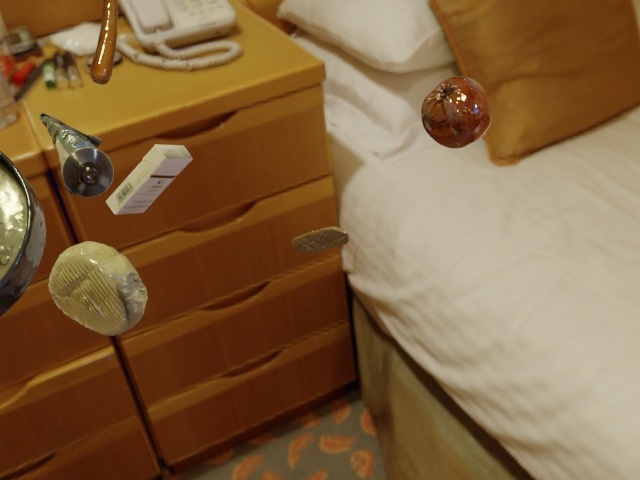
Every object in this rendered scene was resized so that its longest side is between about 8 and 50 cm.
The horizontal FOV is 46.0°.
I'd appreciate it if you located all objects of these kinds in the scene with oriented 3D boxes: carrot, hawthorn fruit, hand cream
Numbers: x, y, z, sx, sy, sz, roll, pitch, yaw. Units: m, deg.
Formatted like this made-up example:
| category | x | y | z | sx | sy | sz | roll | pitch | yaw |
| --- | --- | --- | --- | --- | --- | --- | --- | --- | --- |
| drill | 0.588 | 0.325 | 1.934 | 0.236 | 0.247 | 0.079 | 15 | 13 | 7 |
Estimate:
| category | x | y | z | sx | sy | sz | roll | pitch | yaw |
| --- | --- | --- | --- | --- | --- | --- | --- | --- | --- |
| carrot | -0.376 | -0.361 | 1.328 | 0.037 | 0.037 | 0.190 | -1 | 71 | 11 |
| hawthorn fruit | 0.336 | -0.306 | 1.839 | 0.173 | 0.172 | 0.173 | -6 | 35 | 4 |
| hand cream | -0.267 | -0.102 | 0.838 | 0.052 | 0.075 | 0.248 | -37 | 28 | -5 |

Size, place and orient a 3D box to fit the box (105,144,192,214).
| category | x | y | z | sx | sy | sz | roll | pitch | yaw |
| --- | --- | --- | --- | --- | --- | --- | --- | --- | --- |
| box | -0.308 | -0.109 | 1.361 | 0.040 | 0.154 | 0.084 | 52 | 22 | 14 |

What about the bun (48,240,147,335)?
| category | x | y | z | sx | sy | sz | roll | pitch | yaw |
| --- | --- | --- | --- | --- | --- | --- | --- | --- | --- |
| bun | -0.465 | 0.100 | 1.621 | 0.221 | 0.220 | 0.134 | 6 | 34 | 20 |

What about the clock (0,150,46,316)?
| category | x | y | z | sx | sy | sz | roll | pitch | yaw |
| --- | --- | --- | --- | --- | --- | --- | --- | --- | --- |
| clock | -0.653 | -0.011 | 1.229 | 0.386 | 0.076 | 0.386 | 3 | 64 | -5 |

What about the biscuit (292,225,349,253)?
| category | x | y | z | sx | sy | sz | roll | pitch | yaw |
| --- | --- | --- | --- | --- | --- | --- | --- | --- | --- |
| biscuit | 0.000 | 0.000 | 1.744 | 0.147 | 0.071 | 0.018 | -17 | 48 | 30 |
